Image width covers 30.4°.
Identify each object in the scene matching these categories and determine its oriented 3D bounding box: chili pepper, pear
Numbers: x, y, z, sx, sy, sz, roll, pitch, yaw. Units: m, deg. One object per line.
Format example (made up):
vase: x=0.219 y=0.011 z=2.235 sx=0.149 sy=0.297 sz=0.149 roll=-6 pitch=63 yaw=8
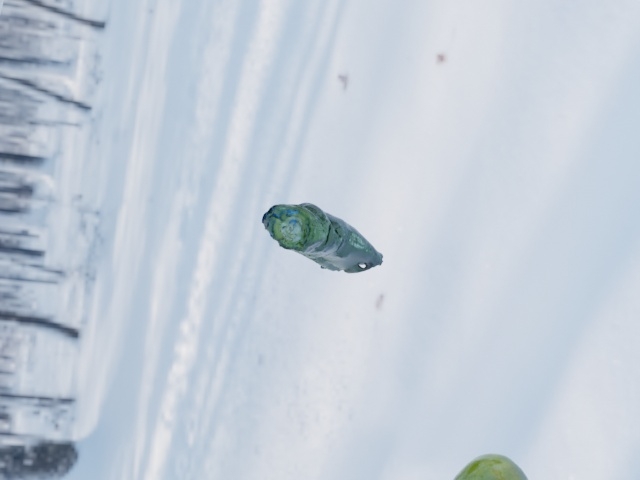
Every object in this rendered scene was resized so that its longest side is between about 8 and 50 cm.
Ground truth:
chili pepper: x=0.000 y=-0.002 z=1.337 sx=0.224 sy=0.098 sz=0.061 roll=22 pitch=-102 yaw=-67
pear: x=0.169 y=0.263 z=1.184 sx=0.097 sy=0.092 sz=0.092 roll=-26 pitch=58 yaw=58

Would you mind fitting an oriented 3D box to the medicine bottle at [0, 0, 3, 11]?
medicine bottle: x=-0.329 y=-0.126 z=0.906 sx=0.130 sy=0.130 sz=0.341 roll=-105 pitch=34 yaw=-54
